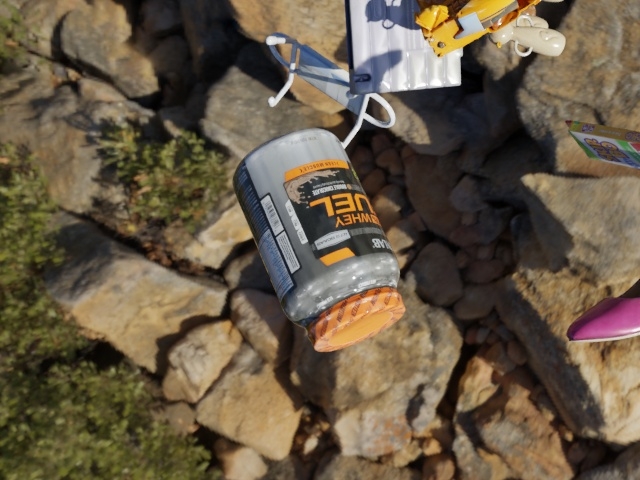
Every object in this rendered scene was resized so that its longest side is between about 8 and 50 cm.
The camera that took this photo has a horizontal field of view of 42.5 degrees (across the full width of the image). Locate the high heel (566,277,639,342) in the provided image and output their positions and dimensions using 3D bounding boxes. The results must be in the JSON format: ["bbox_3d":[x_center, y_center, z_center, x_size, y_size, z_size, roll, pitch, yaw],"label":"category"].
[{"bbox_3d":[0.563,0.050,1.422,0.127,0.377,0.181,-17,91,69],"label":"high heel"}]

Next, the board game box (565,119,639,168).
[{"bbox_3d":[0.654,-0.201,1.779,0.259,0.124,0.039,26,82,48],"label":"board game box"}]

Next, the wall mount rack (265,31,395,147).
[{"bbox_3d":[-0.002,-0.341,1.804,0.350,0.304,0.130,34,71,8],"label":"wall mount rack"}]

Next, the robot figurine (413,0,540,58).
[{"bbox_3d":[0.253,-0.367,1.070,0.291,0.211,0.085,-30,133,21],"label":"robot figurine"}]

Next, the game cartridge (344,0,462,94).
[{"bbox_3d":[0.158,-0.467,1.582,0.230,0.068,0.355,-8,104,-16],"label":"game cartridge"}]

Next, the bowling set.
[{"bbox_3d":[0.323,-0.417,1.415,0.154,0.200,0.287,12,74,-6],"label":"bowling set"}]

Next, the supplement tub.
[{"bbox_3d":[0.000,0.000,1.379,0.207,0.207,0.338,-35,67,27],"label":"supplement tub"}]
